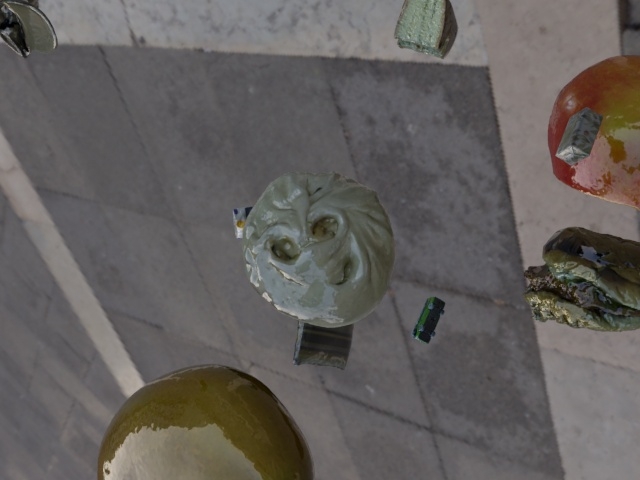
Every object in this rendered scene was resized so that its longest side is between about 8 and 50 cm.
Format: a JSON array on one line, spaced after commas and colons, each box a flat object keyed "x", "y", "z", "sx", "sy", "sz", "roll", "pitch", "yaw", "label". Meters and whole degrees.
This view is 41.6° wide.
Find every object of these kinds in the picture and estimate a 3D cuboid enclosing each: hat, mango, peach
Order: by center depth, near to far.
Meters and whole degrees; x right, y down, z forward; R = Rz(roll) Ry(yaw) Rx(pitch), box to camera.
[{"x": -0.115, "y": 0.231, "z": 0.845, "sx": 0.317, "sy": 0.172, "sz": 0.211, "roll": -34, "pitch": 76, "yaw": 52, "label": "mango"}, {"x": -0.359, "y": -0.285, "z": 0.945, "sx": 0.173, "sy": 0.144, "sz": 0.166, "roll": -9, "pitch": 160, "yaw": 39, "label": "hat"}, {"x": 0.637, "y": -0.237, "z": 1.758, "sx": 0.306, "sy": 0.242, "sz": 0.380, "roll": -68, "pitch": 28, "yaw": 18, "label": "peach"}]

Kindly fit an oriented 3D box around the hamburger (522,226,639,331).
[{"x": 0.367, "y": 0.043, "z": 1.056, "sx": 0.183, "sy": 0.206, "sz": 0.130, "roll": -142, "pitch": 49, "yaw": -76, "label": "hamburger"}]

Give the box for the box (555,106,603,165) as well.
[{"x": 0.485, "y": -0.196, "z": 1.582, "sx": 0.045, "sy": 0.098, "sz": 0.062, "roll": 28, "pitch": 161, "yaw": -10, "label": "box"}]

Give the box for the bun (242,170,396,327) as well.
[{"x": 0.000, "y": 0.000, "z": 1.133, "sx": 0.231, "sy": 0.231, "sz": 0.133, "roll": 39, "pitch": 158, "yaw": 10, "label": "bun"}]

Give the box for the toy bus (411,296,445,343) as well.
[{"x": 0.192, "y": 0.142, "z": 1.502, "sx": 0.031, "sy": 0.083, "sz": 0.037, "roll": 31, "pitch": 164, "yaw": -19, "label": "toy bus"}]

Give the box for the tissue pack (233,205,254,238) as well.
[{"x": -0.107, "y": -0.033, "z": 1.446, "sx": 0.062, "sy": 0.083, "sz": 0.042, "roll": 100, "pitch": 160, "yaw": -65, "label": "tissue pack"}]

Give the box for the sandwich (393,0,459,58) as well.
[{"x": 0.188, "y": -0.372, "z": 1.480, "sx": 0.090, "sy": 0.088, "sz": 0.244, "roll": 25, "pitch": -177, "yaw": 11, "label": "sandwich"}]

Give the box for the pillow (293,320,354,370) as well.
[{"x": 0.017, "y": 0.134, "z": 1.576, "sx": 0.052, "sy": 0.212, "sz": 0.208, "roll": 5, "pitch": 171, "yaw": 26, "label": "pillow"}]
